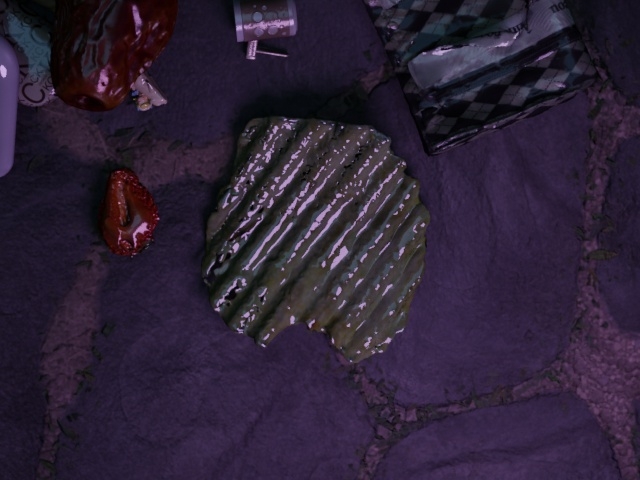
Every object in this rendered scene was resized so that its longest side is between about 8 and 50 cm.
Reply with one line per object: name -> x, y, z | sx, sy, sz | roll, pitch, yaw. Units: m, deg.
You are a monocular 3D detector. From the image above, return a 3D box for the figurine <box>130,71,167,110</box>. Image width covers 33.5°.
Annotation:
figurine -> -0.292, -0.245, 1.729 | 0.050, 0.047, 0.083 | -33, 104, 15

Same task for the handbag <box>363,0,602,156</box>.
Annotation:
handbag -> 0.213, -0.368, 1.685 | 0.316, 0.180, 0.416 | -23, 90, 2

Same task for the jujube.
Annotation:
jujube -> -0.322, -0.323, 1.628 | 0.190, 0.190, 0.255 | 15, 74, -5

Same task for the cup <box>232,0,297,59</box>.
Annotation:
cup -> -0.088, -0.346, 1.711 | 0.099, 0.074, 0.102 | -6, 96, -3

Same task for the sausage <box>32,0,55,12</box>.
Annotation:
sausage -> -0.525, -0.457, 1.679 | 0.301, 0.066, 0.066 | 31, 93, -5

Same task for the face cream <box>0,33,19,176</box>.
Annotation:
face cream -> -0.535, -0.253, 1.611 | 0.163, 0.080, 0.337 | 19, 127, 1

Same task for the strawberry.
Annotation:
strawberry -> -0.319, -0.043, 1.743 | 0.104, 0.048, 0.152 | -14, 100, -6

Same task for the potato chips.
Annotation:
potato chips -> 0.001, -0.008, 1.742 | 0.373, 0.097, 0.389 | 13, 96, -6

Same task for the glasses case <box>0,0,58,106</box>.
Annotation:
glasses case -> -0.549, -0.348, 1.676 | 0.354, 0.085, 0.137 | 34, 96, -6
